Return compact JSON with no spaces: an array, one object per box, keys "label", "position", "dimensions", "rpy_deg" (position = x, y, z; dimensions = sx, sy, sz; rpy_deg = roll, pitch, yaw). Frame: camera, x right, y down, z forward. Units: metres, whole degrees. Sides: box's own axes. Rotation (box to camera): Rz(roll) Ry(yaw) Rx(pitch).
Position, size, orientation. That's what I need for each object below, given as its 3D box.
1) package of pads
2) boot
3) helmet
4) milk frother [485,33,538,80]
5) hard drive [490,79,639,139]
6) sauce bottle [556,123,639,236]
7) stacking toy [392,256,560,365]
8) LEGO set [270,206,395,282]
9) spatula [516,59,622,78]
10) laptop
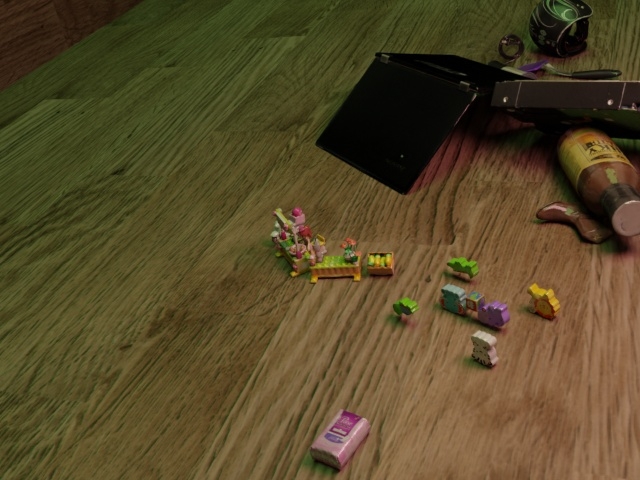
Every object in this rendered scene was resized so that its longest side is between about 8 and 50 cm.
[{"label":"package of pads","position":[0.028,0.276,1.094],"dimensions":[0.050,0.032,0.083],"rpy_deg":[15,40,31]},{"label":"boot","position":[0.465,-0.030,1.446],"dimensions":[0.106,0.037,0.114],"rpy_deg":[-11,36,-3]},{"label":"helmet","position":[0.659,-0.599,2.172],"dimensions":[0.169,0.169,0.162],"rpy_deg":[-20,49,-15]},{"label":"milk frother","position":[0.487,-0.430,1.975],"dimensions":[0.129,0.143,0.134],"rpy_deg":[-20,33,-22]},{"label":"hard drive","position":[0.552,-0.265,1.602],"dimensions":[0.236,0.064,0.338],"rpy_deg":[13,1,-42]},{"label":"sauce bottle","position":[0.530,-0.114,1.467],"dimensions":[0.111,0.112,0.344],"rpy_deg":[-8,28,5]},{"label":"stacking toy","position":[0.249,0.109,1.282],"dimensions":[0.167,0.052,0.221],"rpy_deg":[-31,35,-31]},{"label":"LEGO set","position":[0.000,0.000,1.471],"dimensions":[0.287,0.107,0.132],"rpy_deg":[21,44,41]},{"label":"spatula","position":[0.637,-0.442,2.052],"dimensions":[0.296,0.030,0.084],"rpy_deg":[15,38,36]},{"label":"laptop","position":[0.267,-0.295,1.873],"dimensions":[0.407,0.237,0.382],"rpy_deg":[-7,27,-31]}]
